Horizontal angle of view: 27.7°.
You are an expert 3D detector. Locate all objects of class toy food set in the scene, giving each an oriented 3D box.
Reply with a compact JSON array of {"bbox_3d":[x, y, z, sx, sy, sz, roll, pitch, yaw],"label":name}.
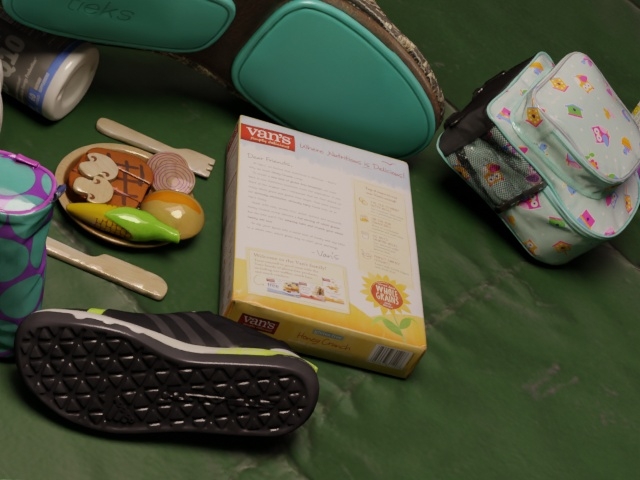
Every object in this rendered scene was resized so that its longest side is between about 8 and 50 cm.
[{"bbox_3d":[-0.159,-0.044,1.101,0.132,0.038,0.192,22,40,-7],"label":"toy food set"}]

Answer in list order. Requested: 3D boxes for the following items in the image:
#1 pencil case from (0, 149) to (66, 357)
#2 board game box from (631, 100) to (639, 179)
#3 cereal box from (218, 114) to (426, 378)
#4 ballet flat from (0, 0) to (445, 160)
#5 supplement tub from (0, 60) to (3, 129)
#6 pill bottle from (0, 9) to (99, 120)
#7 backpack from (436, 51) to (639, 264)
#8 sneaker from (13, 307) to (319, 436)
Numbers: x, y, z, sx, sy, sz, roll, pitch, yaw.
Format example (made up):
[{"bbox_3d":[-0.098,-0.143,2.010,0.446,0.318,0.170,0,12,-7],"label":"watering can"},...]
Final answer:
[{"bbox_3d":[-0.221,0.011,0.920,0.064,0.152,0.070,25,41,10],"label":"pencil case"},{"bbox_3d":[0.457,-0.048,1.372,0.144,0.142,0.275,-11,53,-37],"label":"board game box"},{"bbox_3d":[0.000,0.000,1.137,0.173,0.047,0.240,15,41,-15],"label":"cereal box"},{"bbox_3d":[-0.081,-0.224,1.169,0.482,0.164,0.182,17,49,-35],"label":"ballet flat"},{"bbox_3d":[-0.319,-0.075,0.962,0.144,0.144,0.200,18,41,-11],"label":"supplement tub"},{"bbox_3d":[-0.272,-0.172,1.143,0.137,0.078,0.078,31,40,5],"label":"pill bottle"},{"bbox_3d":[0.231,-0.078,1.263,0.188,0.144,0.166,56,41,-10],"label":"backpack"},{"bbox_3d":[-0.114,0.094,0.971,0.234,0.084,0.097,14,18,-17],"label":"sneaker"}]
